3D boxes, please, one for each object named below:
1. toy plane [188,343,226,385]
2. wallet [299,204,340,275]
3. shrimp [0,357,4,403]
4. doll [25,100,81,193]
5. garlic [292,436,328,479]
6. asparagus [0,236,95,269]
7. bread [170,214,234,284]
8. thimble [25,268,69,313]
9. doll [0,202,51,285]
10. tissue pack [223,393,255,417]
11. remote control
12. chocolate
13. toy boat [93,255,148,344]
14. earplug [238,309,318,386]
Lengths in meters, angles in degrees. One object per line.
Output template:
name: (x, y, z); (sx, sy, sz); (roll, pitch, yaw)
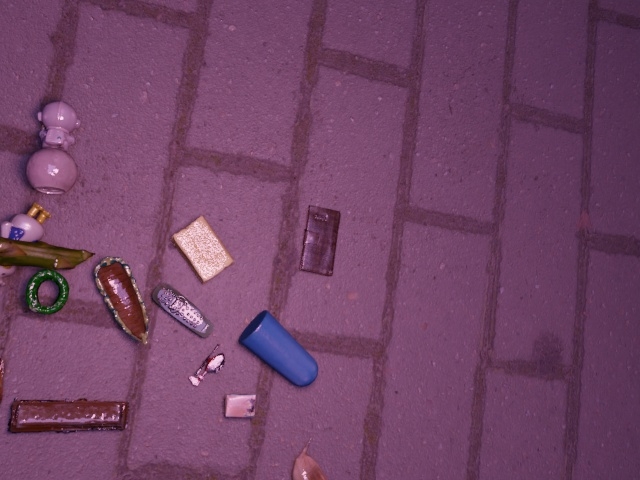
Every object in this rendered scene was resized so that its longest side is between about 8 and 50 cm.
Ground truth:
toy plane: (-0.349, 0.398, 1.919); (0.060, 0.037, 0.145); (43, 71, -4)
wallet: (0.000, 0.000, 2.082); (0.124, 0.042, 0.230); (12, 80, -19)
shrimp: (-0.964, 0.402, 1.725); (0.124, 0.034, 0.178); (0, 87, -11)
doll: (-0.791, -0.286, 1.819); (0.151, 0.151, 0.287); (6, 78, -17)
garlic: (-0.031, 0.755, 1.957); (0.128, 0.090, 0.198); (-28, 85, -34)
asparagus: (-0.800, 0.042, 1.734); (0.343, 0.082, 0.085); (17, 70, -52)
bread: (-0.376, 0.031, 1.944); (0.125, 0.068, 0.188); (-37, 95, -19)
thimble: (-0.796, 0.153, 1.780); (0.118, 0.090, 0.130); (31, 75, -13)
doll: (-0.895, 0.021, 1.754); (0.119, 0.138, 0.293); (25, 68, 29)
tissue pack: (-0.257, 0.519, 1.919); (0.094, 0.059, 0.074); (4, 83, -17)
remote control: (-0.430, 0.222, 1.914); (0.222, 0.042, 0.072); (42, 72, -7)
chocolate: (-0.729, 0.511, 1.767); (0.329, 0.065, 0.102); (4, 82, -15)
toy boat: (-0.589, 0.188, 1.842); (0.108, 0.099, 0.293); (-25, 83, -19)
earplug: (-0.119, 0.362, 1.955); (0.273, 0.132, 0.132); (44, 72, -12)
